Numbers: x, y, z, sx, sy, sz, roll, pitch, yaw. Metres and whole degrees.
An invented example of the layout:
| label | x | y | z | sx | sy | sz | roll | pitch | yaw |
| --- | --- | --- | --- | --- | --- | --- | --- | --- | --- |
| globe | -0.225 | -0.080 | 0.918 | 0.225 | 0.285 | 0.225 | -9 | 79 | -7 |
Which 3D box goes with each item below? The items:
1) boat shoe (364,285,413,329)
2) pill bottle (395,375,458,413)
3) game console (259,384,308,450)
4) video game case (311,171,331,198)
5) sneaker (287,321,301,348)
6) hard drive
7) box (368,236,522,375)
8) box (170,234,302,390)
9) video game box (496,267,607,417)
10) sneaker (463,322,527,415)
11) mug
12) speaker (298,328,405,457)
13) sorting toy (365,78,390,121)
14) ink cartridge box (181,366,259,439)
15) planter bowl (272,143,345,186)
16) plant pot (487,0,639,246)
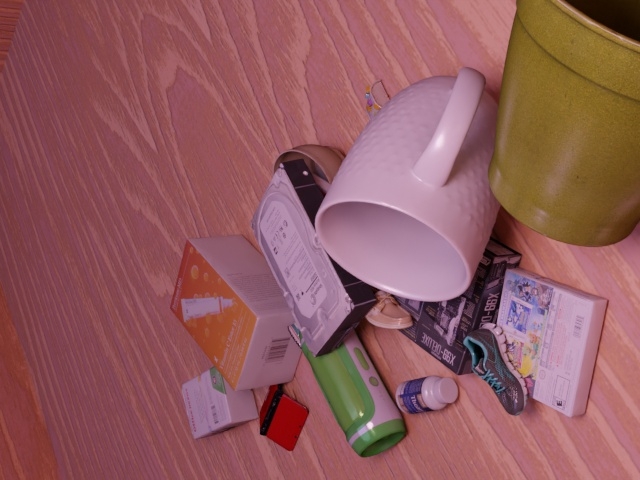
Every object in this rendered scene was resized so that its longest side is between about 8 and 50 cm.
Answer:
| label | x | y | z | sx | sy | sz | roll | pitch | yaw |
| --- | --- | --- | --- | --- | --- | --- | --- | --- | --- |
| boat shoe | 0.114 | 0.124 | 1.715 | 0.170 | 0.063 | 0.059 | 20 | 117 | 51 |
| pill bottle | 0.208 | 0.299 | 1.730 | 0.120 | 0.067 | 0.067 | -24 | 74 | 50 |
| game console | -0.089 | 0.414 | 2.161 | 0.124 | 0.085 | 0.144 | -96 | 24 | -59 |
| video game case | 0.000 | 0.000 | 1.896 | 0.204 | 0.025 | 0.285 | 34 | 136 | 21 |
| sneaker | -0.001 | 0.237 | 1.996 | 0.161 | 0.075 | 0.057 | 51 | 173 | 7 |
| hard drive | -0.026 | 0.038 | 1.797 | 0.339 | 0.064 | 0.237 | 63 | 148 | 20 |
| box | 0.215 | 0.074 | 1.693 | 0.307 | 0.076 | 0.242 | 35 | 120 | 45 |
| box | -0.196 | 0.166 | 2.149 | 0.345 | 0.168 | 0.215 | 42 | 125 | 42 |
| video game box | 0.381 | 0.170 | 1.515 | 0.187 | 0.048 | 0.205 | 23 | 111 | 47 |
| sneaker | 0.295 | 0.226 | 1.533 | 0.065 | 0.076 | 0.166 | -47 | 58 | 46 |
| mug | 0.186 | -0.128 | 1.473 | 0.276 | 0.328 | 0.374 | 25 | 152 | 4 |
| speaker | 0.063 | 0.298 | 1.868 | 0.131 | 0.131 | 0.296 | -54 | 53 | 39 |
| sorting toy | 0.112 | -0.274 | 1.830 | 0.075 | 0.044 | 0.083 | 115 | 137 | -58 |
| ink cartridge box | -0.265 | 0.417 | 2.321 | 0.212 | 0.093 | 0.154 | -33 | 67 | 47 |
| planter bowl | -0.007 | -0.139 | 1.909 | 0.162 | 0.109 | 0.162 | 23 | 130 | 30 |
| plant pot | 0.404 | -0.192 | 1.253 | 0.366 | 0.366 | 0.353 | 53 | 143 | 35 |
